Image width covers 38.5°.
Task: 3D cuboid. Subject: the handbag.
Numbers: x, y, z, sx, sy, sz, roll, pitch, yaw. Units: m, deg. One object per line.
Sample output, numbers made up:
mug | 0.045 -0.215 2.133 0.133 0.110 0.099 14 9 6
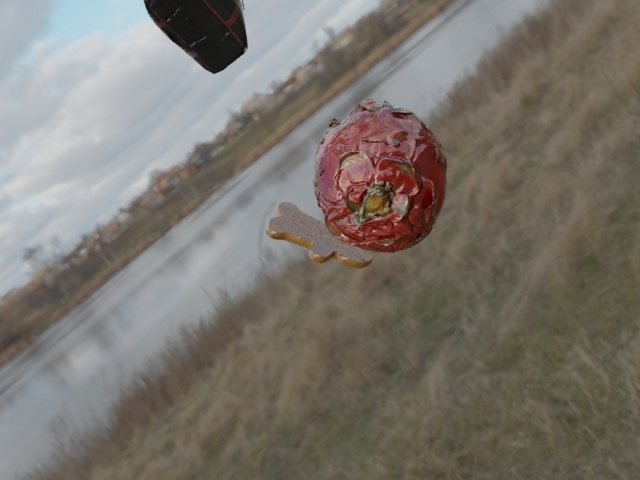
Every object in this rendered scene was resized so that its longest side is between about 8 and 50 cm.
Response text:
handbag | -0.233 -0.444 1.720 0.155 0.215 0.169 -28 37 22

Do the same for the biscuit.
biscuit | 0.000 0.001 2.059 0.165 0.250 0.036 -61 -7 -57

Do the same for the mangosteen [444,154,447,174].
mangosteen | 0.235 -0.206 2.616 0.211 0.250 0.211 -57 -21 -35

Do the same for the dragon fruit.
dragon fruit | 0.115 -0.123 1.795 0.277 0.277 0.342 -37 20 25
